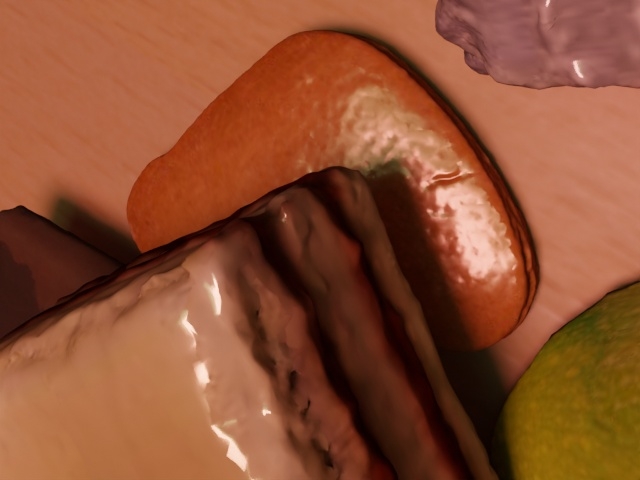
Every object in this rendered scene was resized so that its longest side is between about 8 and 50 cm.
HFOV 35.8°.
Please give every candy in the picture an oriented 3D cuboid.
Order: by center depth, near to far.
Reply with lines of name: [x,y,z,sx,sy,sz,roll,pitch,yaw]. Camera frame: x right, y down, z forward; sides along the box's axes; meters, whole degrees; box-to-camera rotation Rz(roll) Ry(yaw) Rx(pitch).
candy: [-0.014,0.150,0.425,0.179,0.135,0.321,-19,98,35]

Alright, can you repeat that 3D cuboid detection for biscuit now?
biscuit: [0.000,0.000,0.509,0.192,0.036,0.186,-38,84,28]

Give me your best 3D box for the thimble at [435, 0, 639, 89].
thimble: [0.122,-0.167,0.319,0.172,0.205,0.236,4,96,25]

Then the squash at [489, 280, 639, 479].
squash: [0.232,0.115,0.401,0.309,0.210,0.234,1,103,56]

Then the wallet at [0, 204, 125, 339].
wallet: [-0.065,0.110,0.547,0.309,0.042,0.165,26,124,19]
